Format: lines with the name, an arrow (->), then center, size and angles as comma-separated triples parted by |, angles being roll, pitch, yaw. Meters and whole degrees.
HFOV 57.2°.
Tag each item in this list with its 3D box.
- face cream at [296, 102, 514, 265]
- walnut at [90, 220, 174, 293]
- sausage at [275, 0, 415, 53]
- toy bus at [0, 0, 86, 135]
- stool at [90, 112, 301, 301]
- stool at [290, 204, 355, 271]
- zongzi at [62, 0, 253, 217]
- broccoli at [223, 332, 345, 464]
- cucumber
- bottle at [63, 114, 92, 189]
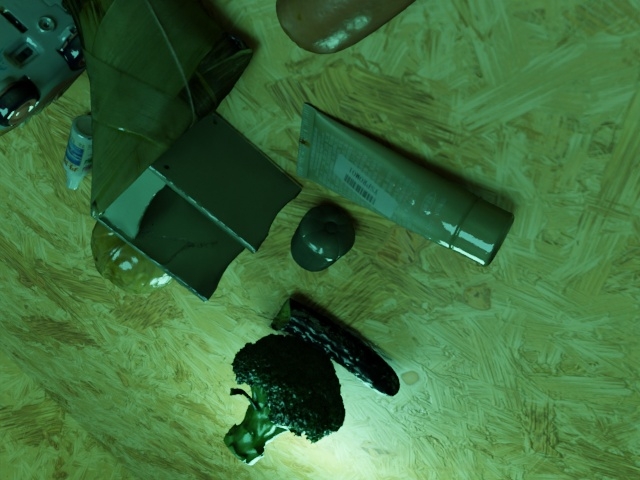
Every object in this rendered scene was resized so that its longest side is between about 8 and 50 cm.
face cream -> 0.108, -0.077, 0.860 | 0.341, 0.084, 0.137 | 29, 140, 18
walnut -> -0.366, 0.013, 1.188 | 0.195, 0.195, 0.222 | 42, 142, -11
sausage -> 0.053, -0.291, 0.638 | 0.113, 0.113, 0.259 | 47, 138, -17
toy bus -> -0.470, -0.279, 0.895 | 0.194, 0.287, 0.232 | 42, 157, -10
stool -> -0.220, -0.070, 1.010 | 0.270, 0.170, 0.244 | 40, 142, -9
stool -> 0.000, 0.000, 0.997 | 0.096, 0.096, 0.110 | 36, 147, -3
zongzi -> -0.289, -0.234, 0.768 | 0.289, 0.317, 0.154 | 43, 152, -13
broccoli -> -0.087, 0.345, 1.255 | 0.298, 0.297, 0.297 | 39, 177, 3
cucumber -> 0.044, 0.223, 1.217 | 0.303, 0.081, 0.072 | 32, -175, -5
bottle -> -0.481, -0.166, 1.176 | 0.060, 0.060, 0.217 | 38, 142, -6
